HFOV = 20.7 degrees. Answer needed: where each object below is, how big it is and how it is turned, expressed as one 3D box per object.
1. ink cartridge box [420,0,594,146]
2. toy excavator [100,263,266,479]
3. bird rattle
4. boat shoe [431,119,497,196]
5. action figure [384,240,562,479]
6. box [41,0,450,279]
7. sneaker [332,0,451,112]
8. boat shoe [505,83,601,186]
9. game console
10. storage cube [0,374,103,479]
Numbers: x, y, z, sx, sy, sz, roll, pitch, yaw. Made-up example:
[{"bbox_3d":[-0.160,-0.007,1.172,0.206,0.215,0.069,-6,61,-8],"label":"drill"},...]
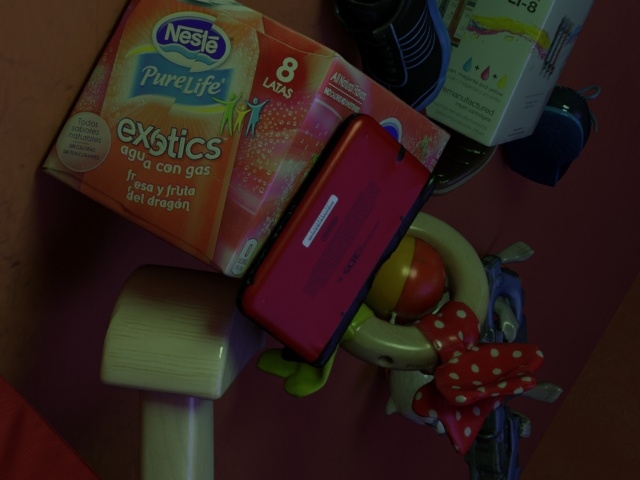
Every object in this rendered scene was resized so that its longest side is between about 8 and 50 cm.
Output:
[{"bbox_3d":[0.144,-0.189,1.486,0.127,0.128,0.176,-17,132,-65],"label":"ink cartridge box"},{"bbox_3d":[-0.078,0.261,1.258,0.445,0.222,0.433,55,44,-77],"label":"toy excavator"},{"bbox_3d":[0.073,0.055,1.516,0.143,0.253,0.207,94,7,-54],"label":"bird rattle"},{"bbox_3d":[0.146,-0.102,1.738,0.190,0.068,0.072,-49,171,-33],"label":"boat shoe"},{"bbox_3d":[0.173,0.170,2.059,0.330,0.178,0.341,-15,107,-59],"label":"action figure"},{"bbox_3d":[-0.035,-0.061,1.170,0.154,0.142,0.300,-62,162,2],"label":"box"},{"bbox_3d":[0.048,-0.173,1.343,0.090,0.081,0.232,-45,150,-33],"label":"sneaker"},{"bbox_3d":[0.250,-0.137,1.940,0.258,0.109,0.089,113,2,-80],"label":"boat shoe"},{"bbox_3d":[0.000,0.000,1.103,0.124,0.085,0.144,39,78,-40],"label":"game console"},{"bbox_3d":[-0.213,0.220,0.978,0.184,0.193,0.215,-21,141,-40],"label":"storage cube"}]
